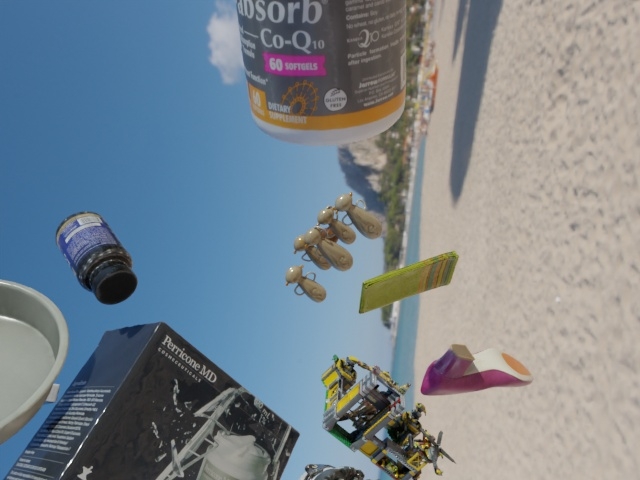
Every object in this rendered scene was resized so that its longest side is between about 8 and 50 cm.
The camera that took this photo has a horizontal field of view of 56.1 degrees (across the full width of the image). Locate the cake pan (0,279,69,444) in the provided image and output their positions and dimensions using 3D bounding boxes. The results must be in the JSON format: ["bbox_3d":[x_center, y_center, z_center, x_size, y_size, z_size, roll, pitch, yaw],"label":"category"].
[{"bbox_3d":[-0.449,0.153,0.703,0.293,0.293,0.054,-72,-9,-55],"label":"cake pan"}]

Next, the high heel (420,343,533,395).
[{"bbox_3d":[0.311,0.275,1.183,0.117,0.244,0.082,-58,38,24],"label":"high heel"}]

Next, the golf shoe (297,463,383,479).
[{"bbox_3d":[0.007,0.268,0.613,0.198,0.093,0.077,56,-135,-57],"label":"golf shoe"}]

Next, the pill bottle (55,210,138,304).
[{"bbox_3d":[-0.495,0.039,1.338,0.122,0.219,0.123,-26,-40,-25],"label":"pill bottle"}]

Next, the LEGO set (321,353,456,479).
[{"bbox_3d":[0.162,0.377,1.372,0.192,0.331,0.255,-47,2,18],"label":"LEGO set"}]

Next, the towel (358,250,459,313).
[{"bbox_3d":[0.194,0.094,1.312,0.021,0.237,0.102,54,152,42],"label":"towel"}]

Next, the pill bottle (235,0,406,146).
[{"bbox_3d":[-0.001,-0.242,0.548,0.162,0.162,0.278,-72,-19,-54],"label":"pill bottle"}]

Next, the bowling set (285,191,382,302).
[{"bbox_3d":[0.000,0.000,1.557,0.287,0.154,0.200,-50,27,-1],"label":"bowling set"}]

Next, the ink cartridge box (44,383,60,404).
[{"bbox_3d":[-0.684,0.309,1.240,0.208,0.206,0.045,26,-123,-39],"label":"ink cartridge box"}]

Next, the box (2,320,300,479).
[{"bbox_3d":[-0.373,0.517,1.337,0.480,0.297,0.472,46,-130,-26],"label":"box"}]
